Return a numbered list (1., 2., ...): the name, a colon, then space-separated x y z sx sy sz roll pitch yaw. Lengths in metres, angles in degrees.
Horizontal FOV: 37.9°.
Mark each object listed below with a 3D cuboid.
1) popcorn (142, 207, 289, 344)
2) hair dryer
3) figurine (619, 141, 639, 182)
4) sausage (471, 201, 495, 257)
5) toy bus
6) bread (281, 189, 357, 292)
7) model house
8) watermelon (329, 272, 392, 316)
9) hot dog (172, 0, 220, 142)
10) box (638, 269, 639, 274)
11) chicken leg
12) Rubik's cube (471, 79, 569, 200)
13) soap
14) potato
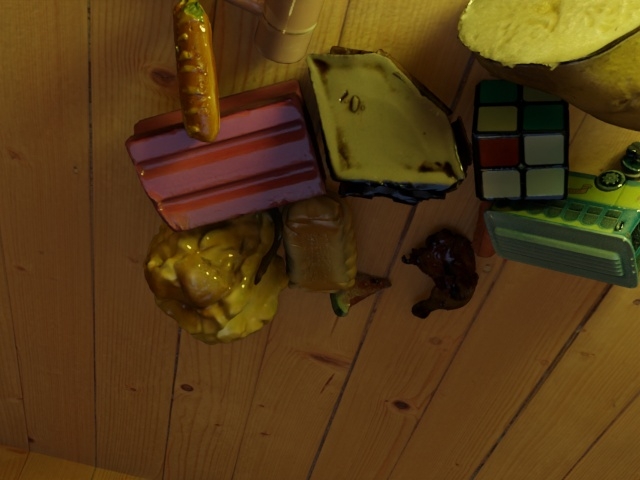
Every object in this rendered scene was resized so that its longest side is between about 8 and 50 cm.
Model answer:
1. popcorn: -0.212 0.049 2.109 0.349 0.349 0.381 35 130 -24
2. hair dryer: -0.163 -0.467 1.687 0.344 0.107 0.189 22 142 -2
3. figurine: 0.627 -0.128 1.887 0.077 0.079 0.136 41 159 34
4. sausage: 0.376 -0.038 2.067 0.065 0.065 0.169 8 139 5
5. toy bus: 0.510 -0.039 1.869 0.312 0.190 0.152 14 145 36
6. bread: 0.000 0.000 2.157 0.172 0.121 0.311 3 139 5
7. model house: 0.146 -0.218 1.817 0.317 0.297 0.282 3 177 15
8. watermelon: 0.081 0.116 2.335 0.158 0.121 0.098 -30 161 -17
9. hot dog: -0.233 -0.317 1.744 0.072 0.115 0.269 -7 101 -9
10. box: 0.638 0.021 2.033 0.177 0.111 0.111 38 134 -27
11. chicken leg: 0.286 0.091 2.233 0.177 0.083 0.322 6 139 21
12. Rubik's cube: 0.387 -0.194 1.799 0.183 0.167 0.180 1 138 11
13. soap: -0.186 -0.166 1.907 0.359 0.128 0.233 -14 119 5
14. potato: 0.468 -0.293 1.573 0.397 0.290 0.296 -15 133 25
